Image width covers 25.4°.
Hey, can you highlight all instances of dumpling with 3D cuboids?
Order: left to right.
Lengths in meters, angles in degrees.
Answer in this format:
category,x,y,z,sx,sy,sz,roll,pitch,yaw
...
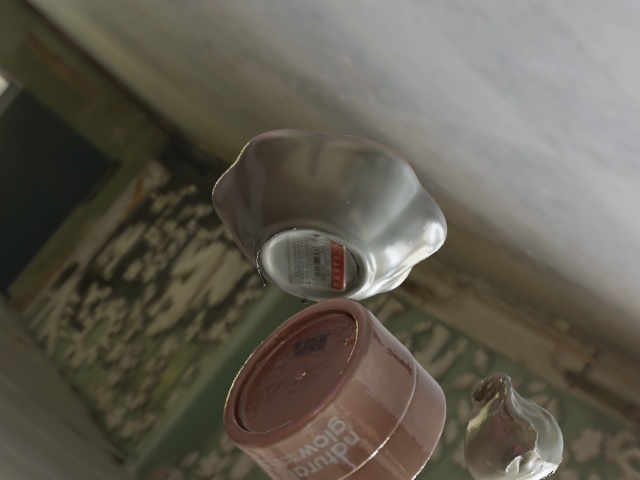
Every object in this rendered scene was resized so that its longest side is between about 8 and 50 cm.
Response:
category,x,y,z,sx,sy,sz,roll,pitch,yaw
dumpling,0.213,0.216,1.603,0.188,0.108,0.127,101,160,-67

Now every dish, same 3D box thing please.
category,x,y,z,sx,sy,sz,roll,pitch,yaw
dish,0.000,0.000,1.339,0.229,0.081,0.229,8,138,7

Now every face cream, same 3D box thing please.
category,x,y,z,sx,sy,sz,roll,pitch,yaw
face cream,0.011,0.133,1.119,0.104,0.149,0.149,47,171,-26
